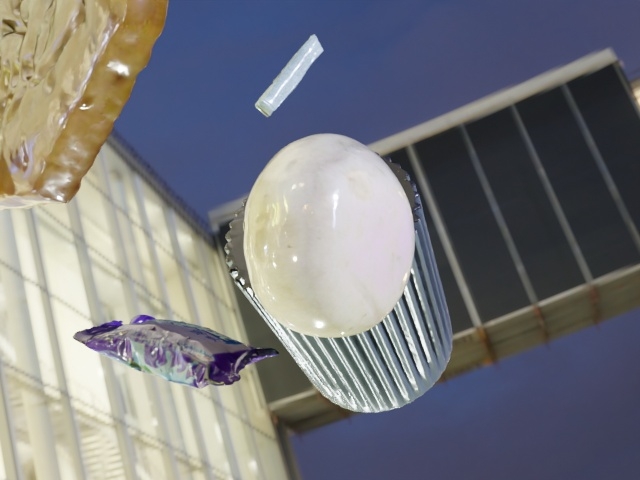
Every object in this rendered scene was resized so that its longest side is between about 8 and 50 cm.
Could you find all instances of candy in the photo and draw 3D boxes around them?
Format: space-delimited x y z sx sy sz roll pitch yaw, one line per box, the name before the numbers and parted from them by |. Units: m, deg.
candy | -0.195 0.147 1.479 0.275 0.070 0.145 11 13 31

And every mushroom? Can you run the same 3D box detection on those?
mushroom | 0.000 0.000 1.316 0.246 0.246 0.202 8 -13 -43

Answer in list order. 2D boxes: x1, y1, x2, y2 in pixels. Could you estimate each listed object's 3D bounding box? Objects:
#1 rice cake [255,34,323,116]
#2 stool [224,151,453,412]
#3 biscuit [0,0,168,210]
rice cake | -0.044 -0.256 1.677 0.033 0.171 0.029 41 -31 -12
stool | 0.051 0.076 1.663 0.297 0.297 0.330 -21 -45 6
biscuit | -0.185 -0.189 0.746 0.046 0.359 0.359 12 -38 -32
